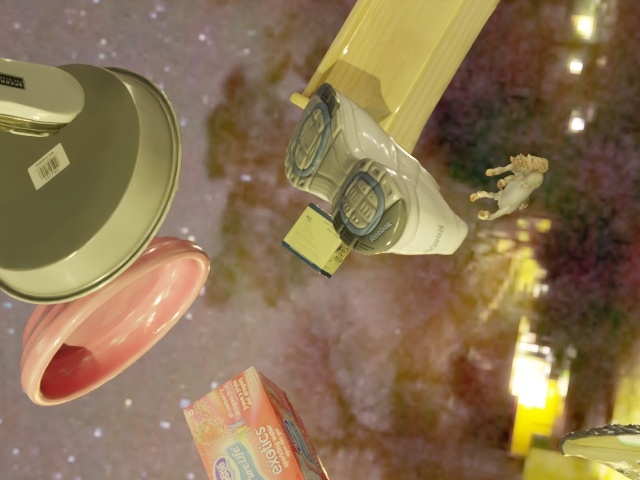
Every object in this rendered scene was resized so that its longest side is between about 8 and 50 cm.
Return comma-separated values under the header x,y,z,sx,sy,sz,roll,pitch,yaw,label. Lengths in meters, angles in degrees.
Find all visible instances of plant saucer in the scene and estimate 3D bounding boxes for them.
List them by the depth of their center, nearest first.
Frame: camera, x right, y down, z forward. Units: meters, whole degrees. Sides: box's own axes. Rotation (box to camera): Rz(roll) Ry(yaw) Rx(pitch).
x,y,z,sx,sy,sz,roll,pitch,yaw,label
-0.315,0.105,1.816,0.332,0.084,0.332,-39,-16,-14,plant saucer

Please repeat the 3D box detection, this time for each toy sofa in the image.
x,y,z,sx,sy,sz,roll,pitch,yaw,label
0.124,-0.306,1.869,0.362,0.150,0.177,-60,-23,1,toy sofa

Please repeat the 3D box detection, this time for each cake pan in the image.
x,y,z,sx,sy,sz,roll,pitch,yaw,label
-0.292,-0.075,1.376,0.054,0.293,0.293,39,-120,-56,cake pan

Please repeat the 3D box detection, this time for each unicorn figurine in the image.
x,y,z,sx,sy,sz,roll,pitch,yaw,label
0.264,-0.068,1.702,0.162,0.111,0.060,-34,68,56,unicorn figurine

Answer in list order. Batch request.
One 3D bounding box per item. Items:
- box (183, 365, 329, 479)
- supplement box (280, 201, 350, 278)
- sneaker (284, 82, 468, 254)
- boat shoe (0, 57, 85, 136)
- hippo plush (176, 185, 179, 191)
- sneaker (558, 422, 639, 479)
x,y,z,sx,sy,sz,roll,pitch,yaw,label
-0.080,0.370,1.918,0.300,0.142,0.154,62,-173,35,box
0.000,0.000,1.927,0.083,0.083,0.056,-54,-23,1,supplement box
0.054,-0.067,1.330,0.111,0.129,0.297,-57,36,23,sneaker
-0.339,-0.141,1.182,0.070,0.219,0.078,-38,50,41,boat shoe
-0.475,-0.124,2.271,0.236,0.234,0.294,-43,-23,17,hippo plush
0.516,0.364,1.659,0.158,0.410,0.182,34,-108,-78,sneaker
